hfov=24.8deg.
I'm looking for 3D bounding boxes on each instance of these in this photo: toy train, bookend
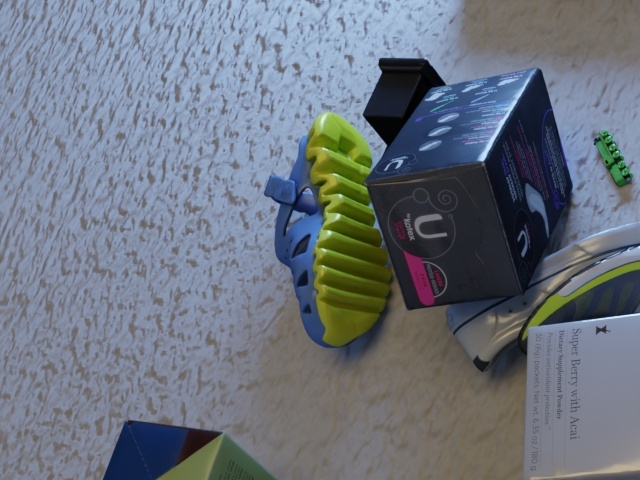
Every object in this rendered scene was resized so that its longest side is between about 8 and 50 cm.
[{"bbox_3d":[0.346,-0.098,1.724,0.024,0.017,0.083,-35,47,19],"label":"toy train"},{"bbox_3d":[0.109,-0.116,1.777,0.072,0.157,0.156,7,62,39],"label":"bookend"}]

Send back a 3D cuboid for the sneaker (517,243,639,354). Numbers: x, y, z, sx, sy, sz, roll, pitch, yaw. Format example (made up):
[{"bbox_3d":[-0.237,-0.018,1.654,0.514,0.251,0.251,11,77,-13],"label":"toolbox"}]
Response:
[{"bbox_3d":[0.350,0.064,1.516,0.300,0.111,0.121,-23,81,1],"label":"sneaker"}]

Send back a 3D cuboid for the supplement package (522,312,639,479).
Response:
[{"bbox_3d":[0.364,0.179,1.415,0.293,0.175,0.177,-10,54,24],"label":"supplement package"}]

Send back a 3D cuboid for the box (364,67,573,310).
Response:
[{"bbox_3d":[0.173,-0.062,1.630,0.143,0.165,0.270,-9,24,26],"label":"box"}]

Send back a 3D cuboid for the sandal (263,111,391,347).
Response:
[{"bbox_3d":[0.000,0.000,1.803,0.138,0.126,0.317,-31,44,33],"label":"sandal"}]

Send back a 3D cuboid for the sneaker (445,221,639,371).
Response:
[{"bbox_3d":[0.271,0.064,1.622,0.258,0.094,0.091,-27,77,8],"label":"sneaker"}]

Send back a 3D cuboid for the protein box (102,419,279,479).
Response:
[{"bbox_3d":[-0.143,0.332,1.587,0.136,0.201,0.199,3,61,32],"label":"protein box"}]
